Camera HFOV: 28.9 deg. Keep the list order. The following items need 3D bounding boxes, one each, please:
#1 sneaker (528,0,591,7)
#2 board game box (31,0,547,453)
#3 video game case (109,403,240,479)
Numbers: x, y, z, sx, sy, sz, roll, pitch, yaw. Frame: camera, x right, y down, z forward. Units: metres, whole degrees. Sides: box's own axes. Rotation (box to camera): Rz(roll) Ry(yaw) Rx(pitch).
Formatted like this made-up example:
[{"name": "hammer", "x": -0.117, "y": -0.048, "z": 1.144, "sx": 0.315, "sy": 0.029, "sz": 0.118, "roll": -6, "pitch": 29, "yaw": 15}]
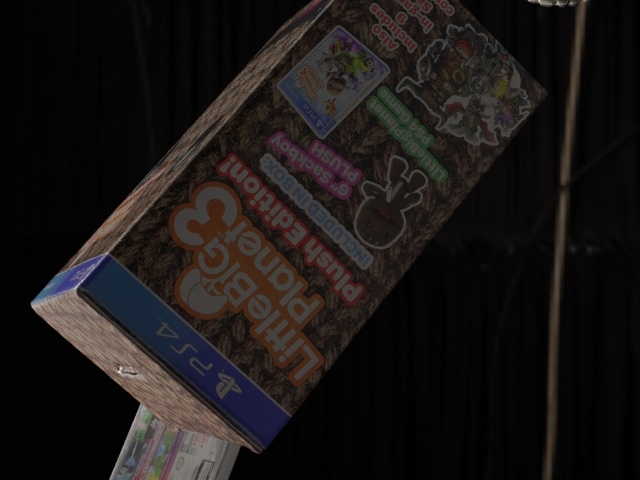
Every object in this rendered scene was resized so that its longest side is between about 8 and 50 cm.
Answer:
[{"name": "sneaker", "x": 0.321, "y": -0.319, "z": 1.235, "sx": 0.275, "sy": 0.110, "sz": 0.107, "roll": -21, "pitch": -137, "yaw": -7}, {"name": "board game box", "x": -0.031, "y": -0.023, "z": 0.821, "sx": 0.141, "sy": 0.291, "sz": 0.232, "roll": 43, "pitch": 163, "yaw": -11}, {"name": "video game case", "x": -0.158, "y": 0.224, "z": 1.475, "sx": 0.183, "sy": 0.201, "sz": 0.023, "roll": 2, "pitch": 155, "yaw": 44}]
